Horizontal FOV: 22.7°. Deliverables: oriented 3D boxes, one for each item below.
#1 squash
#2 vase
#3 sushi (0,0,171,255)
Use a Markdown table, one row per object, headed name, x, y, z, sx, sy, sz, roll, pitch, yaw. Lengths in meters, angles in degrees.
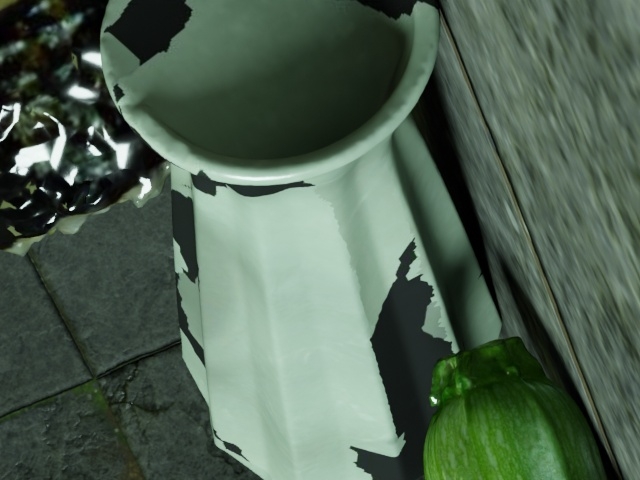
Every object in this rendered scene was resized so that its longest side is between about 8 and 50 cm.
| name | x | y | z | sx | sy | sz | roll | pitch | yaw |
| --- | --- | --- | --- | --- | --- | --- | --- | --- | --- |
| squash | 0.096 | 0.136 | 0.616 | 0.068 | 0.077 | 0.219 | 6 | -128 | -42 |
| vase | 0.000 | 0.000 | 0.691 | 0.360 | 0.165 | 0.165 | 78 | 169 | -67 |
| sushi | -0.175 | -0.179 | 1.050 | 0.285 | 0.328 | 0.328 | 61 | -174 | -17 |
